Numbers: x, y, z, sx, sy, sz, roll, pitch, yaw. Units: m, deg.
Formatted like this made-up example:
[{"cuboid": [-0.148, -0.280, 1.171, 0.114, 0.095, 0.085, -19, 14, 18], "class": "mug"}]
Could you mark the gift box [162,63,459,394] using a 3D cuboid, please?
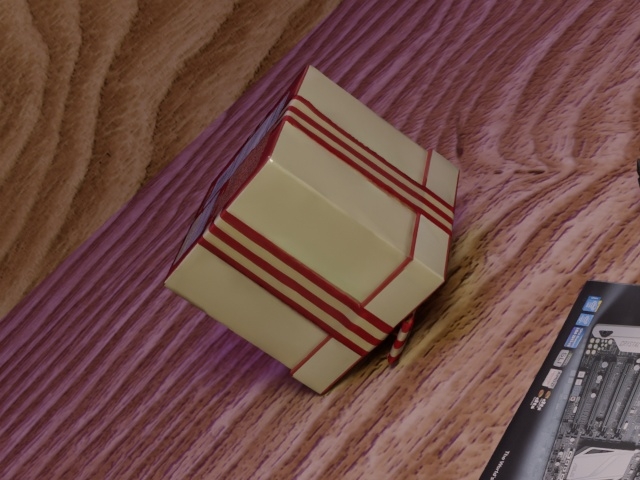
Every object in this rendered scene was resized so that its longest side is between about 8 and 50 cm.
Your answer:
[{"cuboid": [0.000, 0.000, 1.230, 0.276, 0.258, 0.255, -46, 15, 39], "class": "gift box"}]

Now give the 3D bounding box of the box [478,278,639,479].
[{"cuboid": [0.216, 0.177, 0.712, 0.307, 0.076, 0.242, -57, 26, -16], "class": "box"}]

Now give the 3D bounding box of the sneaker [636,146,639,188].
[{"cuboid": [0.431, -0.127, 0.982, 0.330, 0.147, 0.130, -50, 22, 24], "class": "sneaker"}]
